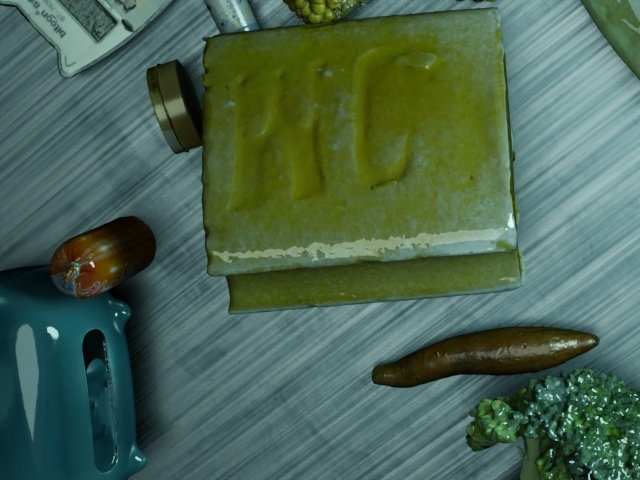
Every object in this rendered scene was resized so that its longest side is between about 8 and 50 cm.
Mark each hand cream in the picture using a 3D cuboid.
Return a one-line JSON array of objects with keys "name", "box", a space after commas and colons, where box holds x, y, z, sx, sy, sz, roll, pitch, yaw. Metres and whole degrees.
[{"name": "hand cream", "box": [-0.110, -0.278, 1.665, 0.065, 0.043, 0.171, -28, 105, -10]}]

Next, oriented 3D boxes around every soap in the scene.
[{"name": "soap", "box": [0.042, -0.084, 1.576, 0.335, 0.156, 0.293, -3, 63, 9]}]

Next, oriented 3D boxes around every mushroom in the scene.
[{"name": "mushroom", "box": [0.361, -0.220, 1.590, 0.100, 0.081, 0.312, -40, 95, 16]}]

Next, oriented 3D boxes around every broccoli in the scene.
[{"name": "broccoli", "box": [0.268, 0.270, 1.616, 0.263, 0.247, 0.243, 14, 142, -29]}]

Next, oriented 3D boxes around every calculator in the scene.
[{"name": "calculator", "box": [-0.241, -0.323, 1.692, 0.268, 0.040, 0.177, -42, 90, 12]}]

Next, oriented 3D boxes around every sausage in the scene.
[{"name": "sausage", "box": [-0.244, 0.021, 1.644, 0.071, 0.234, 0.071, 1, 98, 8]}]

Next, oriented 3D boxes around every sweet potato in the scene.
[{"name": "sweet potato", "box": [0.184, 0.128, 1.682, 0.264, 0.057, 0.057, -7, 97, 15]}]

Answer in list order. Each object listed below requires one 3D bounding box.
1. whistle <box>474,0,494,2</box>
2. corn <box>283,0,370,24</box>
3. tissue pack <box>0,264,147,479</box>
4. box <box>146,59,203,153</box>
[{"name": "whistle", "box": [0.150, -0.290, 1.640, 0.109, 0.057, 0.046, 4, 144, 0]}, {"name": "corn", "box": [-0.066, -0.367, 1.630, 0.102, 0.102, 0.313, -41, 87, 13]}, {"name": "tissue pack", "box": [-0.320, 0.176, 1.691, 0.206, 0.198, 0.287, -2, 98, 26]}, {"name": "box", "box": [-0.161, -0.151, 1.671, 0.037, 0.105, 0.106, -18, 95, 6]}]
